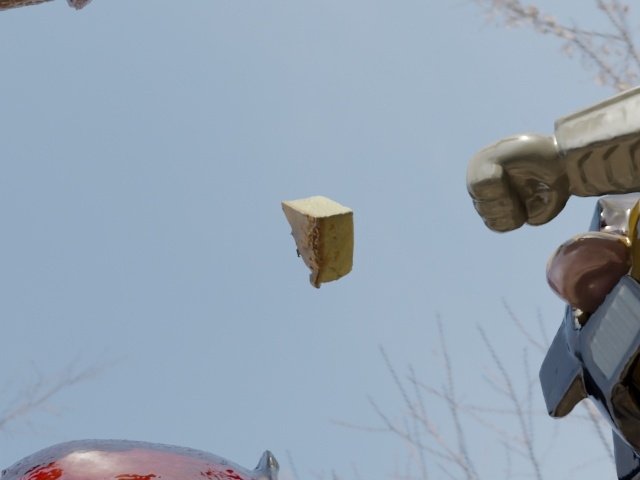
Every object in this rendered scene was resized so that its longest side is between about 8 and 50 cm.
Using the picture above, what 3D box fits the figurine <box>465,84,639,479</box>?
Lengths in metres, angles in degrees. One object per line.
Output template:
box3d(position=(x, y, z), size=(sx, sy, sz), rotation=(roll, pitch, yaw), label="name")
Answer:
box3d(position=(0.229, 0.005, 0.601), size=(0.143, 0.308, 0.309), rotation=(-45, -40, -51), label="figurine")

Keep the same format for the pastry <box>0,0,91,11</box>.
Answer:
box3d(position=(-0.359, -0.280, 1.172), size=(0.265, 0.112, 0.103), rotation=(-1, -32, -8), label="pastry")

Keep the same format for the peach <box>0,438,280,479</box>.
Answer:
box3d(position=(-0.170, 0.359, 1.074), size=(0.353, 0.416, 0.339), rotation=(8, -101, -55), label="peach")

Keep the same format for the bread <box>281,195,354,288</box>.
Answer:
box3d(position=(0.000, 0.000, 1.578), size=(0.084, 0.080, 0.109), rotation=(-15, -65, -36), label="bread")
